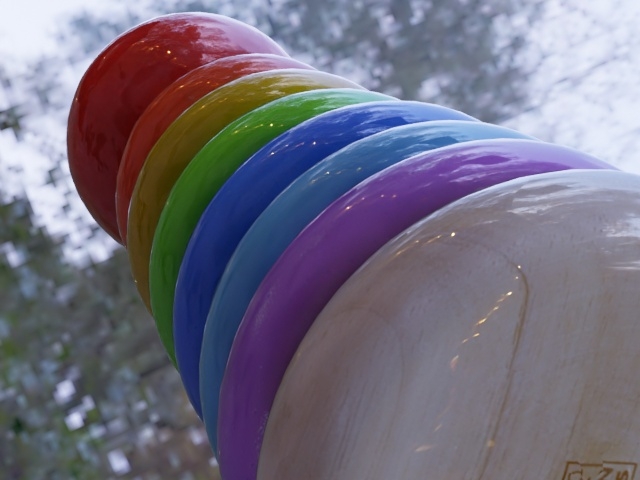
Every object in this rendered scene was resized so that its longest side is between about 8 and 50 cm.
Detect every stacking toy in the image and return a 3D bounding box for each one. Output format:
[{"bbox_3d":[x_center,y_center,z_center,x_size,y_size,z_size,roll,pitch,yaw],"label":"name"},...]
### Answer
[{"bbox_3d":[0.000,0.000,0.559,0.330,0.141,0.141,-135,-147,-60],"label":"stacking toy"}]
